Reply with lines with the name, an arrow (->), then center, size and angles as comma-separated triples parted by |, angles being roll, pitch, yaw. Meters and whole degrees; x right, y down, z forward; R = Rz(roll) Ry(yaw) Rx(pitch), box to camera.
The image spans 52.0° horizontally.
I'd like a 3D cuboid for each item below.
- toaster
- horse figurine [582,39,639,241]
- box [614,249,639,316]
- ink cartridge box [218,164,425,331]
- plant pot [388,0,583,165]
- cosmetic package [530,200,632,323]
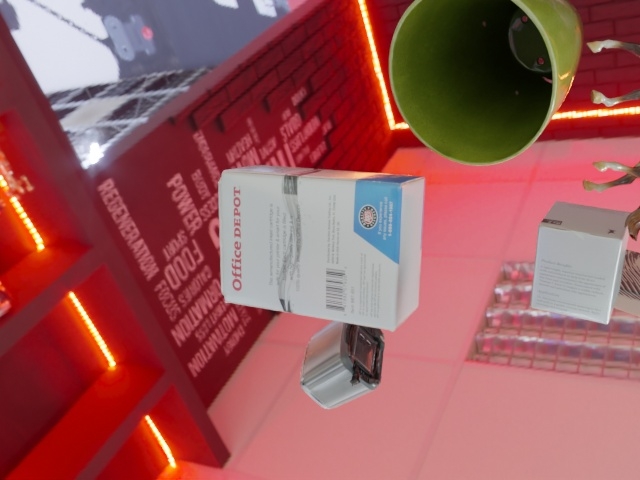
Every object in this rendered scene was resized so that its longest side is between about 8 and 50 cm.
toaster -> 0.047, 0.263, 1.411 | 0.146, 0.129, 0.227 | -36, -158, 28
horse figurine -> 0.393, -0.134, 0.741 | 0.174, 0.264, 0.066 | -6, -154, 8
box -> 0.689, 0.096, 1.412 | 0.113, 0.094, 0.275 | -45, -153, -13
ink cartridge box -> 0.000, 0.000, 1.060 | 0.307, 0.223, 0.129 | 7, -166, 24
plant pot -> 0.305, -0.304, 1.062 | 0.274, 0.275, 0.293 | 10, -147, 40
cosmetic package -> 0.514, 0.039, 1.296 | 0.151, 0.184, 0.151 | 13, -153, 28
